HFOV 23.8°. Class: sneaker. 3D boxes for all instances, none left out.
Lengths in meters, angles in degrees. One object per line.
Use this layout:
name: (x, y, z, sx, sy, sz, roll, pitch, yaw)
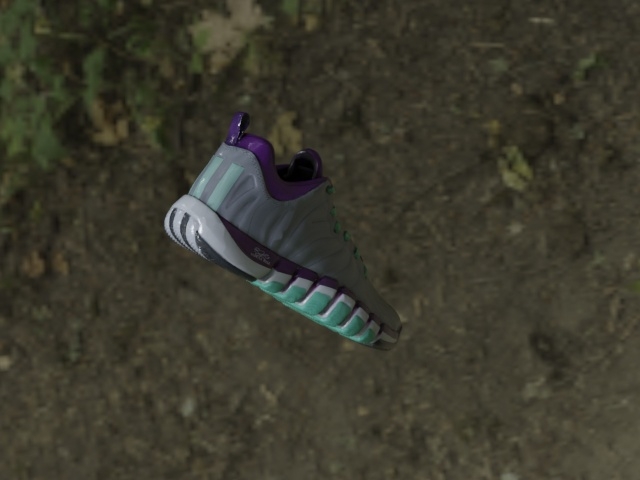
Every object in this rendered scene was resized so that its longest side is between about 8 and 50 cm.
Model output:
sneaker: (0.000, 0.000, 1.010, 0.083, 0.224, 0.098, 26, 85, 42)
